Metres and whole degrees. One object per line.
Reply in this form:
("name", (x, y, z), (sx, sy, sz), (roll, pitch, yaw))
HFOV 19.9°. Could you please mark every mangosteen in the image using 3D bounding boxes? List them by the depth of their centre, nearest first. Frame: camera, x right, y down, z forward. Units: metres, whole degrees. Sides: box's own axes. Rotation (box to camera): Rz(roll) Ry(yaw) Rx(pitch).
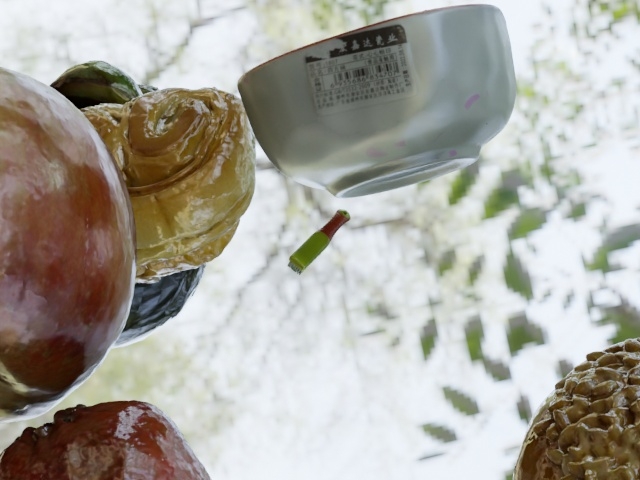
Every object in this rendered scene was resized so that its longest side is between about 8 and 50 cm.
("mangosteen", (-0.274, -0.028, 2.146), (0.330, 0.330, 0.330), (169, -90, -72))

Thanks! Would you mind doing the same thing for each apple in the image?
("apple", (-0.290, -0.007, 1.525), (0.301, 0.301, 0.301), (169, -90, -72))

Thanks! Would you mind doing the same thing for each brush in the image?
("brush", (0.000, 0.000, 1.678), (0.019, 0.083, 0.021), (37, -34, 9))

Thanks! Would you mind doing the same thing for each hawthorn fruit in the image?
("hawthorn fruit", (-0.170, 0.259, 1.498), (0.253, 0.205, 0.205), (67, -17, -4))

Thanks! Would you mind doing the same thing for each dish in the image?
("dish", (0.059, -0.109, 1.566), (0.256, 0.256, 0.117), (151, -76, -72))

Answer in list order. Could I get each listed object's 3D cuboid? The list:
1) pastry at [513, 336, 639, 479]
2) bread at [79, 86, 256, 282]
("pastry", (0.381, 0.238, 1.687), (0.409, 0.410, 0.245), (-121, -149, -47))
("bread", (-0.172, -0.053, 1.746), (0.120, 0.236, 0.198), (65, 20, -45))
